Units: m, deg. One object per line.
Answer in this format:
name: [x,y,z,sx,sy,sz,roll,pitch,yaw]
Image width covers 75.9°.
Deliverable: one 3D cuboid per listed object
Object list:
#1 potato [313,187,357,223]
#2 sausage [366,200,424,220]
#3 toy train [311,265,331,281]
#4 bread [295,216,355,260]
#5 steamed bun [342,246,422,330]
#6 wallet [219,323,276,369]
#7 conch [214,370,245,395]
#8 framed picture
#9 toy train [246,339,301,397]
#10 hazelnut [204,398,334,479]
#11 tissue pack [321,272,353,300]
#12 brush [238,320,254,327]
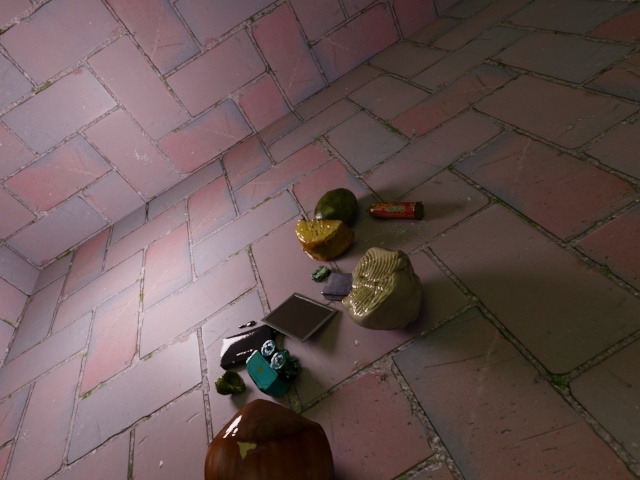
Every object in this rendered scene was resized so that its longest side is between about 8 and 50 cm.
potato: [0.072,-0.141,1.882,0.187,0.148,0.253,22,52,30]
sausage: [0.306,-0.127,1.754,0.264,0.083,0.083,4,50,40]
toy train: [0.000,0.140,1.709,0.083,0.033,0.053,-43,42,-12]
bread: [0.005,0.002,1.763,0.261,0.160,0.147,6,57,32]
steamed bun: [0.220,0.177,1.381,0.276,0.203,0.289,-43,23,2]
wallet: [-0.281,0.411,1.604,0.251,0.044,0.148,-20,42,16]
conch: [-0.329,0.518,1.490,0.121,0.074,0.089,4,83,12]
framed picture: [-0.083,0.293,1.579,0.253,0.014,0.197,15,43,45]
toy train: [-0.167,0.447,1.434,0.154,0.107,0.198,-49,40,-7]
hazelnut: [-0.144,0.614,1.083,0.373,0.316,0.371,-18,64,42]
tissue pack: [0.093,0.177,1.588,0.157,0.051,0.112,0,45,36]
brush: [-0.309,0.353,1.716,0.084,0.008,0.024,-21,40,17]
